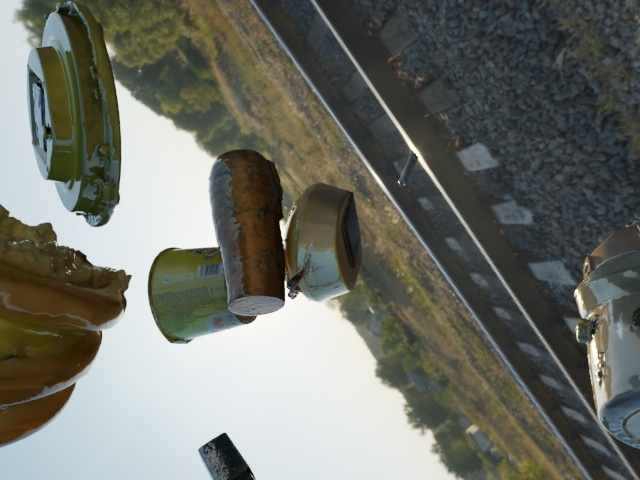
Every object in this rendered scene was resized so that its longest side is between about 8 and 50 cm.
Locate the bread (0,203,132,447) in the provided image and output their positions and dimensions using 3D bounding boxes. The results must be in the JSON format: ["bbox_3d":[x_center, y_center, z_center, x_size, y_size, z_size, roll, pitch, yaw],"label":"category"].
[{"bbox_3d":[-0.394,0.088,0.478,0.211,0.270,0.315,8,156,50],"label":"bread"}]

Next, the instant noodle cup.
[{"bbox_3d":[-0.283,0.126,1.115,0.264,0.200,0.265,-12,-90,-75],"label":"instant noodle cup"}]

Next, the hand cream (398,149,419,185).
[{"bbox_3d":[0.206,-0.166,0.997,0.030,0.093,0.019,36,164,-35],"label":"hand cream"}]

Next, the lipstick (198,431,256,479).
[{"bbox_3d":[-0.079,0.339,0.528,0.312,0.051,0.051,9,117,59],"label":"lipstick"}]

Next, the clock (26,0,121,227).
[{"bbox_3d":[-0.272,-0.127,0.455,0.057,0.237,0.237,-9,-132,-39],"label":"clock"}]

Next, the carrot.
[{"bbox_3d":[-0.132,-0.021,0.774,0.139,0.138,0.302,55,-153,-63],"label":"carrot"}]

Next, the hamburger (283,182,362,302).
[{"bbox_3d":[0.000,0.000,0.902,0.295,0.151,0.227,-51,-44,-66],"label":"hamburger"}]

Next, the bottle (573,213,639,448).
[{"bbox_3d":[0.225,0.053,0.287,0.099,0.098,0.152,53,-142,-34],"label":"bottle"}]
